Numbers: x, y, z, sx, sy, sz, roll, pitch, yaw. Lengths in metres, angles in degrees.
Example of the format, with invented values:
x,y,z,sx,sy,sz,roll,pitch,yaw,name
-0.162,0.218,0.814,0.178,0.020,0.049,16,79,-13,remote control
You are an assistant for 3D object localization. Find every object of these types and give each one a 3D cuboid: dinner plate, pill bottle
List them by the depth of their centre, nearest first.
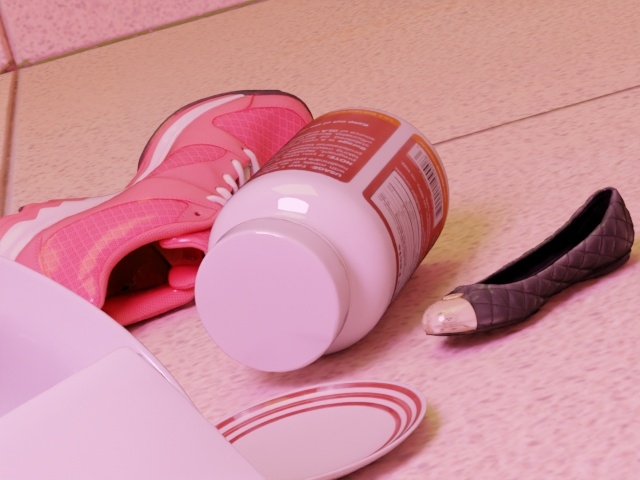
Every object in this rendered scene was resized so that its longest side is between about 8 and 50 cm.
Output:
x,y,z,sx,sy,sz,roll,pitch,yaw,name
-0.009,0.110,1.086,0.141,0.017,0.141,-13,17,4,dinner plate
0.000,0.000,1.262,0.121,0.121,0.216,-9,17,22,pill bottle

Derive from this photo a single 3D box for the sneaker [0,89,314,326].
x,y,z,sx,sy,sz,roll,pitch,yaw,name
-0.095,-0.006,1.444,0.136,0.116,0.314,17,41,44,sneaker

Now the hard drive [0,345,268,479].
x,y,z,sx,sy,sz,roll,pitch,yaw,name
-0.113,0.175,0.695,0.307,0.203,0.040,-30,-23,-43,hard drive

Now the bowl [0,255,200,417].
x,y,z,sx,sy,sz,roll,pitch,yaw,name
-0.188,0.144,0.816,0.298,0.134,0.298,14,45,-14,bowl

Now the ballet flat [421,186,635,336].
x,y,z,sx,sy,sz,roll,pitch,yaw,name
0.125,0.017,1.221,0.173,0.049,0.057,-26,18,-34,ballet flat
